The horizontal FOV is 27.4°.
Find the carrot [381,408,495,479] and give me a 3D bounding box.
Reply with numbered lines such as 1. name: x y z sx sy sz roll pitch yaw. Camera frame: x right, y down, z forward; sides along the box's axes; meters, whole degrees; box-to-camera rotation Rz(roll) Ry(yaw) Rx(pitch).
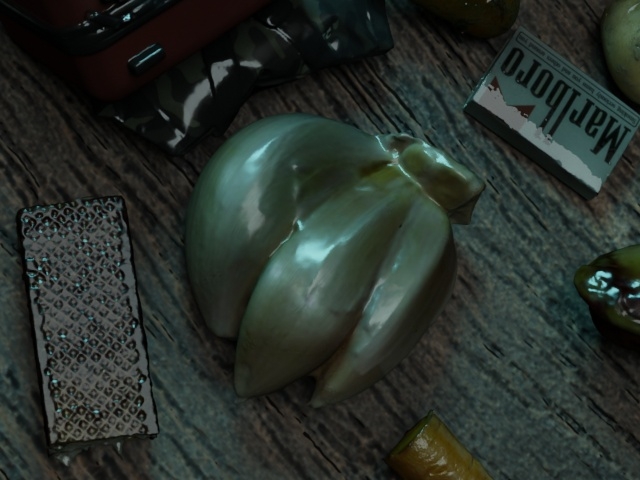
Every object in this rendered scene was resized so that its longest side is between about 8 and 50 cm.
1. carrot: 0.154 0.265 1.319 0.205 0.072 0.072 47 71 -8

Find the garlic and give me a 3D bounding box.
1. garlic: 0.000 0.001 1.303 0.279 0.132 0.325 44 66 7

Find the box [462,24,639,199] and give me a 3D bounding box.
1. box: 0.259 -0.141 1.445 0.177 0.036 0.115 35 73 -5

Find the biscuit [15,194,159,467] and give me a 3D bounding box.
1. biscuit: -0.224 0.085 1.253 0.106 0.070 0.252 -7 80 -15

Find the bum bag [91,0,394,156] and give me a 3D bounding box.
1. bum bag: -0.076 -0.196 1.343 0.340 0.095 0.144 -28 70 -19

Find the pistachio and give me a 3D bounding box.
1. pistachio: 0.356 0.067 1.379 0.210 0.165 0.131 11 114 -24

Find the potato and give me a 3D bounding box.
1. potato: 0.376 -0.211 1.456 0.147 0.112 0.112 45 71 -9

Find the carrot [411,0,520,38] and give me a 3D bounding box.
1. carrot: 0.083 -0.291 1.376 0.298 0.078 0.078 20 73 -27

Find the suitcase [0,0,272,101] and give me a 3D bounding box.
1. suitcase: -0.170 -0.284 1.261 0.297 0.161 0.236 -38 44 -18
